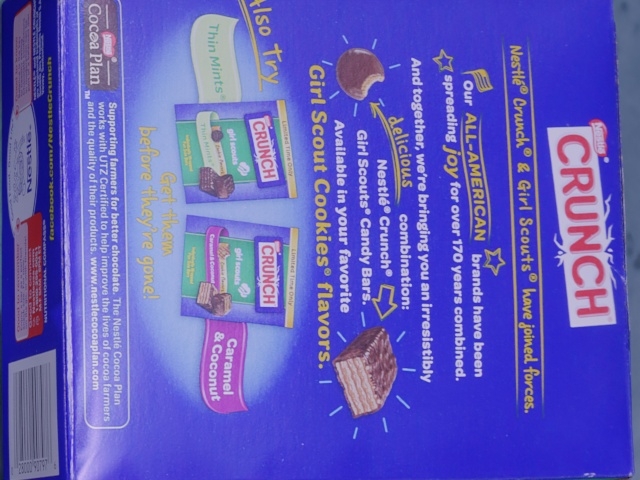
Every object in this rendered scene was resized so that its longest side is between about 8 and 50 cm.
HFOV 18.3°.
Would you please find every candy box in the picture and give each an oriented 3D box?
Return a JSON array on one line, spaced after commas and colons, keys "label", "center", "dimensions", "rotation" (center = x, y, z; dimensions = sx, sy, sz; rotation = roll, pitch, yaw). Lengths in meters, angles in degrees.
[{"label": "candy box", "center": [0.000, 0.000, 1.038], "dimensions": [0.317, 0.122, 0.268], "rotation": [2, 81, -24]}]
